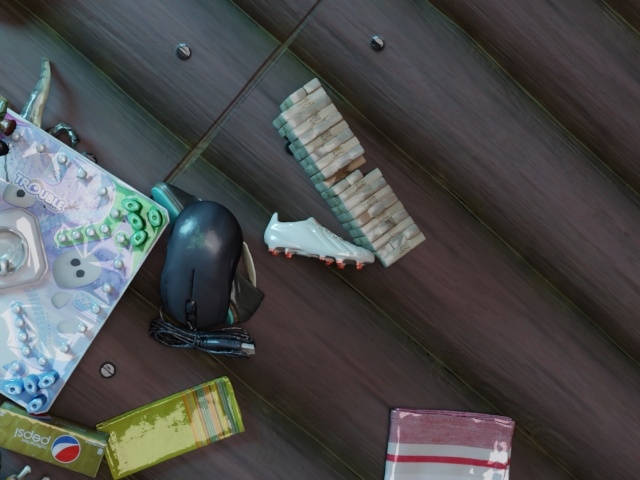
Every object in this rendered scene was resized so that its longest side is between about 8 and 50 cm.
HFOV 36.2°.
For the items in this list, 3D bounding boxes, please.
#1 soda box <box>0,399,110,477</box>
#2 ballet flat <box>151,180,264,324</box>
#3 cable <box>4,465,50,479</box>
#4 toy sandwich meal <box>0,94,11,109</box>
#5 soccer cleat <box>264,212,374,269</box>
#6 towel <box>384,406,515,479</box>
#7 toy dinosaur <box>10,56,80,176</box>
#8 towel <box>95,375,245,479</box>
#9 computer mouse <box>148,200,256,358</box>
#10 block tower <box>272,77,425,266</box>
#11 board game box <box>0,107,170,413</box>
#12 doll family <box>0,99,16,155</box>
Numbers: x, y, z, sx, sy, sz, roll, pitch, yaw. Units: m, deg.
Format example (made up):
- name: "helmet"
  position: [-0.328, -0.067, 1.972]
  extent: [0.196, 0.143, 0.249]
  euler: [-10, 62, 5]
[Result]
- name: "soda box"
  position: [-0.437, 0.320, 1.583]
  extent: [0.181, 0.058, 0.061]
  euler: [20, 92, -8]
- name: "ballet flat"
  position: [-0.181, 0.008, 1.658]
  extent: [0.096, 0.095, 0.280]
  euler: [-33, 106, -23]
- name: "cable"
  position: [-0.546, 0.488, 1.576]
  extent: [0.287, 0.072, 0.139]
  euler: [-32, 113, -1]
- name: "toy sandwich meal"
  position: [-0.546, -0.210, 1.591]
  extent: [0.085, 0.029, 0.086]
  euler: [10, 42, -9]
- name: "soccer cleat"
  position: [0.000, 0.000, 1.693]
  extent: [0.196, 0.068, 0.076]
  euler: [11, 79, 5]
- name: "towel"
  position: [0.226, 0.473, 1.765]
  extent: [0.237, 0.037, 0.329]
  euler: [6, 87, -13]
- name: "toy dinosaur"
  position: [-0.467, -0.163, 1.604]
  extent: [0.118, 0.064, 0.268]
  euler: [27, 79, -5]
- name: "towel"
  position: [-0.252, 0.317, 1.658]
  extent: [0.237, 0.021, 0.102]
  euler: [-19, 92, -14]
- name: "computer mouse"
  position: [-0.191, 0.072, 1.582]
  extent: [0.188, 0.072, 0.272]
  euler: [9, 112, 8]
- name: "block tower"
  position: [0.043, -0.112, 1.713]
  extent: [0.091, 0.097, 0.335]
  euler: [-36, 95, -13]
- name: "board game box"
  position: [-0.502, 0.017, 1.542]
  extent: [0.390, 0.050, 0.390]
  euler: [33, 90, -4]
- name: "doll family"
  position: [-0.529, -0.128, 1.478]
  extent: [0.111, 0.076, 0.193]
  euler: [28, 94, -9]
